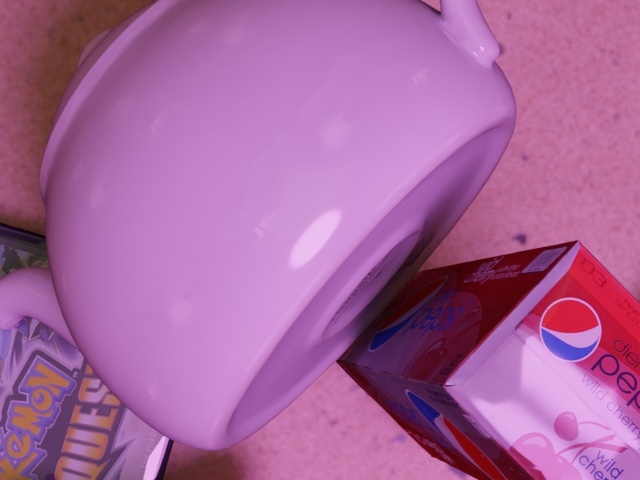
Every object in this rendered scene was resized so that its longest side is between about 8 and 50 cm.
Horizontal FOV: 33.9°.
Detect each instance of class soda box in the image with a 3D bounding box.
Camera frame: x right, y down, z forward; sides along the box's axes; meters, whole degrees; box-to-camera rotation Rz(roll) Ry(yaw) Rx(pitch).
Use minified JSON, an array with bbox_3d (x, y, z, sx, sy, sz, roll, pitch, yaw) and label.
[{"bbox_3d":[0.085,0.067,0.533,0.092,0.263,0.083,45,82,-3],"label":"soda box"}]

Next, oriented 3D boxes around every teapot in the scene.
[{"bbox_3d":[-0.040,-0.042,0.508,0.187,0.252,0.256,43,69,12],"label":"teapot"}]

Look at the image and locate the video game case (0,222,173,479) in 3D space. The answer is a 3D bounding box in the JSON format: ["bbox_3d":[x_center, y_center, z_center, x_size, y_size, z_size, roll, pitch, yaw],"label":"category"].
[{"bbox_3d":[-0.216,0.123,0.603,0.248,0.035,0.275,17,84,-6],"label":"video game case"}]
